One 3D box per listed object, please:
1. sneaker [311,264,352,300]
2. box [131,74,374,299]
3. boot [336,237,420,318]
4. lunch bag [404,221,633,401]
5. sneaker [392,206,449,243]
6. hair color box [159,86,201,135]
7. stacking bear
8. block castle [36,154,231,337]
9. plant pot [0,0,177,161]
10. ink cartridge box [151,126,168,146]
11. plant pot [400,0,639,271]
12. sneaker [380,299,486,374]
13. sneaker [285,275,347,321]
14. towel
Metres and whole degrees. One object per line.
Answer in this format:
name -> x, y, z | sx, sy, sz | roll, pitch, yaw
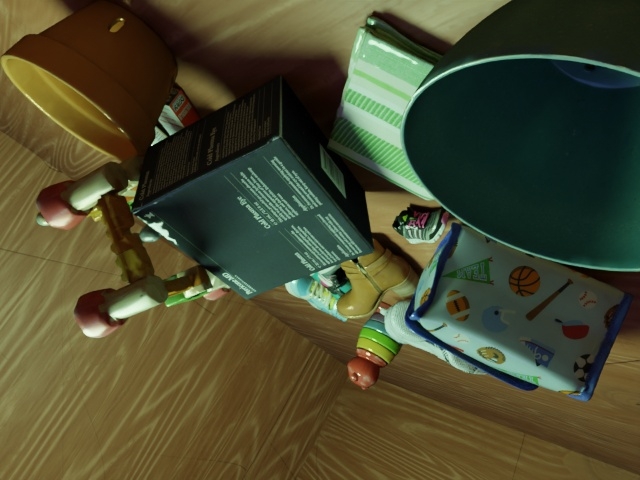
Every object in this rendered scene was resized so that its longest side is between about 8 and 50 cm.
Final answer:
sneaker -> 0.063, 0.106, 1.502 | 0.178, 0.123, 0.295 | 36, 168, -5
box -> -0.115, -0.079, 0.972 | 0.313, 0.178, 0.343 | -22, 137, 20
boot -> 0.103, 0.104, 1.349 | 0.284, 0.108, 0.220 | -22, 134, 38
lunch bag -> 0.353, 0.145, 1.017 | 0.328, 0.238, 0.385 | 26, 178, 9
sneaker -> 0.197, -0.035, 1.021 | 0.075, 0.063, 0.170 | 27, 168, -11
hair color box -> -0.332, -0.287, 1.176 | 0.093, 0.053, 0.167 | 23, 162, 24
stacking bear -> 0.192, 0.378, 1.772 | 0.164, 0.288, 0.175 | 15, 157, 38
block castle -> -0.344, 0.005, 1.069 | 0.213, 0.302, 0.453 | -23, 176, 21
plant pot -> -0.421, -0.318, 0.986 | 0.291, 0.203, 0.291 | 27, 161, 10
ink cartridge box -> -0.457, -0.279, 1.431 | 0.181, 0.056, 0.225 | 43, 177, -35
plant pot -> 0.249, -0.130, 0.473 | 0.290, 0.195, 0.290 | 27, 162, 9
sneaker -> 0.354, 0.290, 1.558 | 0.366, 0.137, 0.210 | 29, 170, -8
sneaker -> 0.024, 0.190, 1.804 | 0.208, 0.127, 0.319 | 19, 169, 35
towel -> 0.140, -0.175, 0.784 | 0.248, 0.038, 0.325 | 29, 161, 2
